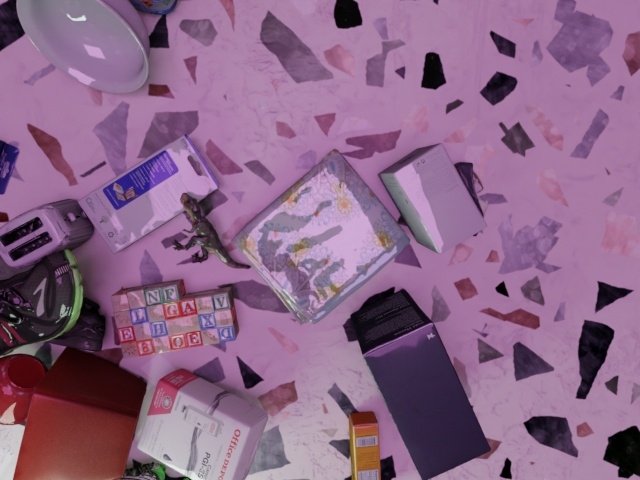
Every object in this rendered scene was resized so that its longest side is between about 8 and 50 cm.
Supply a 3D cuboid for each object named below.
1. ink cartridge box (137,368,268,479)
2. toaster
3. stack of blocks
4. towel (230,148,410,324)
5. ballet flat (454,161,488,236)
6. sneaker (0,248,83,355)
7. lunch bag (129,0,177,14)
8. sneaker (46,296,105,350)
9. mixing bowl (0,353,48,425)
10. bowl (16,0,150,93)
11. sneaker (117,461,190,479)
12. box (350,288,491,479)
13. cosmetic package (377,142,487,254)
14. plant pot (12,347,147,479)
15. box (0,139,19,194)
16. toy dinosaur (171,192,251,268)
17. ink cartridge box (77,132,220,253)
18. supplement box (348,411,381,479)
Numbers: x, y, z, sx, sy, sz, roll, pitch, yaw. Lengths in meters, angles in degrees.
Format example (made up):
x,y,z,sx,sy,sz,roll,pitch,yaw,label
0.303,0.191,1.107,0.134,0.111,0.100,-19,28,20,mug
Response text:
x,y,z,sx,sy,sz,roll,pitch,yaw,label
-0.307,0.496,1.302,0.282,0.117,0.208,21,96,16,ink cartridge box
-0.701,-0.013,1.245,0.226,0.146,0.129,-26,97,1,toaster
-0.379,0.195,1.316,0.296,0.087,0.171,-9,97,-1,stack of blocks
0.000,0.000,1.308,0.374,0.090,0.321,-40,98,3,towel
0.407,-0.114,1.322,0.074,0.074,0.203,-18,96,0,ballet flat
-0.754,0.175,1.177,0.482,0.202,0.186,-30,74,18,sneaker
-0.460,-0.695,1.186,0.302,0.115,0.244,15,94,-4,lunch bag
-0.667,0.215,1.313,0.227,0.087,0.131,3,71,16,sneaker
-0.753,0.352,1.235,0.181,0.181,0.098,45,116,-7,mixing bowl
-0.521,-0.501,1.156,0.297,0.298,0.134,18,62,-5,bowl
-0.508,0.661,1.364,0.343,0.134,0.147,27,89,-15,sneaker
0.233,0.340,1.249,0.178,0.312,0.344,-26,97,1,box
0.268,-0.105,1.237,0.138,0.224,0.225,-32,97,1,cosmetic package
-0.589,0.462,1.266,0.235,0.267,0.268,15,97,-14,plant pot
-0.903,-0.219,1.266,0.225,0.036,0.137,23,96,-6,box
-0.303,0.008,1.286,0.118,0.064,0.268,-28,120,11,toy dinosaur
-0.434,-0.121,1.285,0.332,0.065,0.166,-31,98,3,ink cartridge box
0.125,0.609,1.398,0.080,0.078,0.234,-2,98,-5,supplement box
